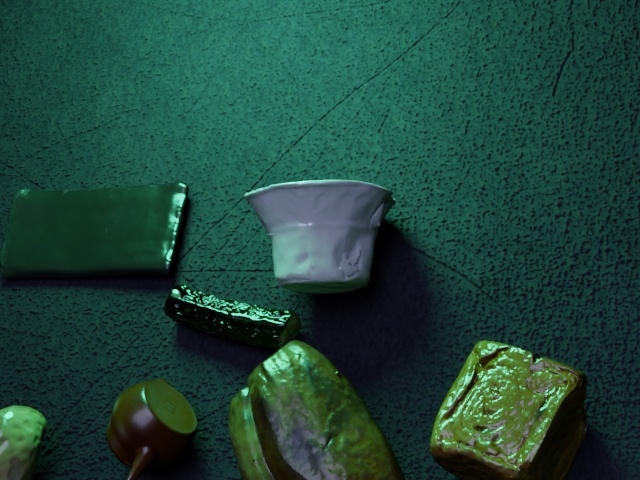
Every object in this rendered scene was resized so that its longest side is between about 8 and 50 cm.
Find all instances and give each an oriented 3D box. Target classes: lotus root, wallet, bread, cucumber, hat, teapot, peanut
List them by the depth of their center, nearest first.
[{"bbox_3d":[0.218,0.212,1.577,0.149,0.143,0.158,15,65,27],"label":"bread"},{"bbox_3d":[-0.006,0.265,1.611,0.193,0.193,0.291,-34,60,0],"label":"lotus root"},{"bbox_3d":[-0.223,0.240,1.753,0.116,0.116,0.173,-20,31,9],"label":"teapot"},{"bbox_3d":[0.000,0.000,1.770,0.203,0.203,0.126,-2,80,19],"label":"hat"},{"bbox_3d":[-0.448,0.325,1.777,0.263,0.117,0.101,-47,51,-12],"label":"peanut"},{"bbox_3d":[-0.119,0.102,1.813,0.187,0.058,0.058,12,67,26],"label":"cucumber"},{"bbox_3d":[-0.325,-0.013,1.969,0.285,0.030,0.146,-2,65,21],"label":"wallet"}]
